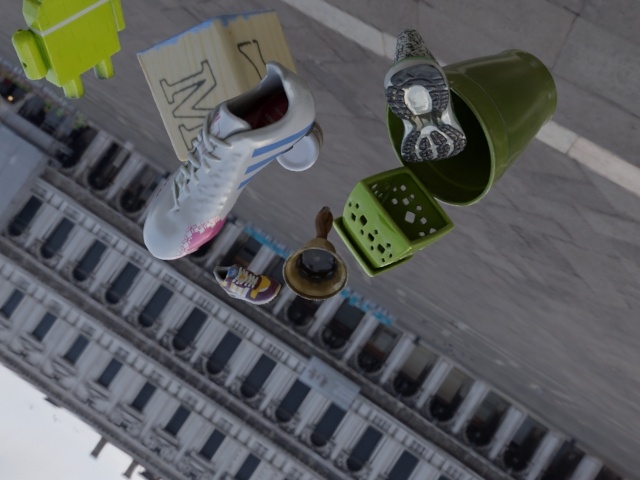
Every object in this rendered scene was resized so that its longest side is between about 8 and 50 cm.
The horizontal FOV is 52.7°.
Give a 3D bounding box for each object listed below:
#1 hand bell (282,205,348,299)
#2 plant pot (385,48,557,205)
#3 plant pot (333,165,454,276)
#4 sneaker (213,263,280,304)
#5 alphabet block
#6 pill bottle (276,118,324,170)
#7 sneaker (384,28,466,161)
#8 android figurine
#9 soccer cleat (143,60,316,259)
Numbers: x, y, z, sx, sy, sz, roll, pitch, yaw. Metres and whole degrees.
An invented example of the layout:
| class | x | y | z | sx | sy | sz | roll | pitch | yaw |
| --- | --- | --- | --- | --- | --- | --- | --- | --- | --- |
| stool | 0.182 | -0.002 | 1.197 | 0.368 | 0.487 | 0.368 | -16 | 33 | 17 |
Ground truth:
| class | x | y | z | sx | sy | sz | roll | pitch | yaw |
| --- | --- | --- | --- | --- | --- | --- | --- | --- | --- |
| hand bell | 0.000 | 0.000 | 1.330 | 0.126 | 0.126 | 0.242 | 35 | -151 | -16 |
| plant pot | 0.428 | -0.334 | 1.717 | 0.366 | 0.353 | 0.366 | 42 | 152 | 29 |
| plant pot | 0.182 | -0.041 | 1.754 | 0.227 | 0.207 | 0.228 | -21 | -109 | -44 |
| sneaker | -0.180 | 0.099 | 1.536 | 0.186 | 0.069 | 0.084 | 1 | 142 | 39 |
| alphabet block | -0.162 | -0.272 | 1.129 | 0.194 | 0.192 | 0.197 | -11 | 105 | 33 |
| pill bottle | -0.058 | -0.303 | 1.941 | 0.131 | 0.131 | 0.229 | 34 | -157 | -9 |
| sneaker | 0.244 | -0.324 | 1.482 | 0.158 | 0.181 | 0.410 | -5 | 155 | 13 |
| android figurine | -0.485 | -0.418 | 1.266 | 0.056 | 0.248 | 0.272 | 30 | 147 | 21 |
| soccer cleat | -0.146 | -0.117 | 0.906 | 0.116 | 0.331 | 0.143 | 43 | 179 | 23 |
